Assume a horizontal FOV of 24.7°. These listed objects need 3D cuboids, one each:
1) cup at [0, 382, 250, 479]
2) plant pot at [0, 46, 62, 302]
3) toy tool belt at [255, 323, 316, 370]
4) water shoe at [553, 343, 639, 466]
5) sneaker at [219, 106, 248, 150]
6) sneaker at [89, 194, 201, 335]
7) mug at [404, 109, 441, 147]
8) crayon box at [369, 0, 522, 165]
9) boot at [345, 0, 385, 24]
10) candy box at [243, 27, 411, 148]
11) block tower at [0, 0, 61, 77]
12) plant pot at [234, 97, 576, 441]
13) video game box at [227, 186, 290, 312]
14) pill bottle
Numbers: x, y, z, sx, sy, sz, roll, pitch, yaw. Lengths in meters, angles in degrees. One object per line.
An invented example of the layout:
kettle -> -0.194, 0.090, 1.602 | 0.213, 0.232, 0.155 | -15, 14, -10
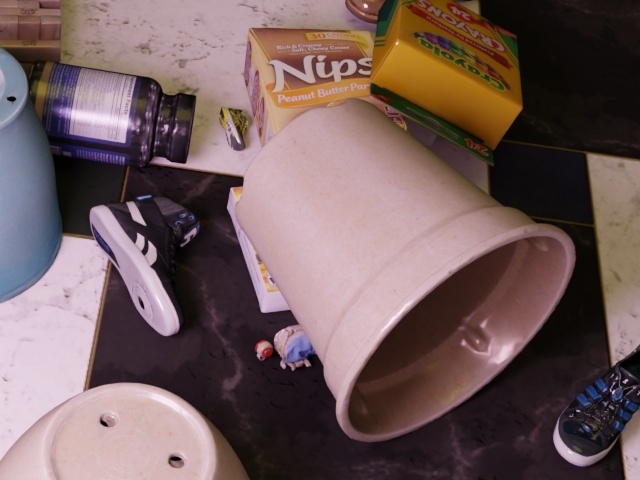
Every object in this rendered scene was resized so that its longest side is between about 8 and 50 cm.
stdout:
cup -> -0.199, 0.278, 1.474 | 0.331, 0.237, 0.331 | 6, 46, -7
plant pot -> -0.445, -0.098, 1.755 | 0.271, 0.255, 0.272 | 6, 47, -6
toy tool belt -> -0.031, 0.132, 1.773 | 0.083, 0.052, 0.051 | -19, 46, -26
water shoe -> 0.352, 0.190, 1.782 | 0.073, 0.080, 0.203 | 34, 50, 19
sneaker -> -0.115, -0.158, 2.034 | 0.035, 0.031, 0.083 | -8, 50, -19
sneaker -> -0.190, 0.017, 1.823 | 0.121, 0.079, 0.217 | -19, 53, -25
mug -> 0.140, -0.168, 2.082 | 0.064, 0.062, 0.078 | 28, 54, 3
crayon box -> 0.178, -0.245, 2.053 | 0.202, 0.081, 0.318 | 27, 29, -11
boot -> 0.172, -0.424, 2.287 | 0.305, 0.115, 0.112 | -22, 58, -27
candy box -> 0.006, -0.178, 2.008 | 0.183, 0.087, 0.316 | 0, 38, -13
block tower -> -0.426, -0.380, 2.132 | 0.097, 0.091, 0.335 | -1, 49, -14
plant pot -> 0.072, 0.010, 1.708 | 0.334, 0.334, 0.305 | -23, 57, -29
video game box -> 0.000, 0.000, 1.905 | 0.205, 0.048, 0.187 | -6, 47, -18
pill bottle -> -0.279, -0.163, 1.941 | 0.219, 0.123, 0.123 | 9, 47, -5
